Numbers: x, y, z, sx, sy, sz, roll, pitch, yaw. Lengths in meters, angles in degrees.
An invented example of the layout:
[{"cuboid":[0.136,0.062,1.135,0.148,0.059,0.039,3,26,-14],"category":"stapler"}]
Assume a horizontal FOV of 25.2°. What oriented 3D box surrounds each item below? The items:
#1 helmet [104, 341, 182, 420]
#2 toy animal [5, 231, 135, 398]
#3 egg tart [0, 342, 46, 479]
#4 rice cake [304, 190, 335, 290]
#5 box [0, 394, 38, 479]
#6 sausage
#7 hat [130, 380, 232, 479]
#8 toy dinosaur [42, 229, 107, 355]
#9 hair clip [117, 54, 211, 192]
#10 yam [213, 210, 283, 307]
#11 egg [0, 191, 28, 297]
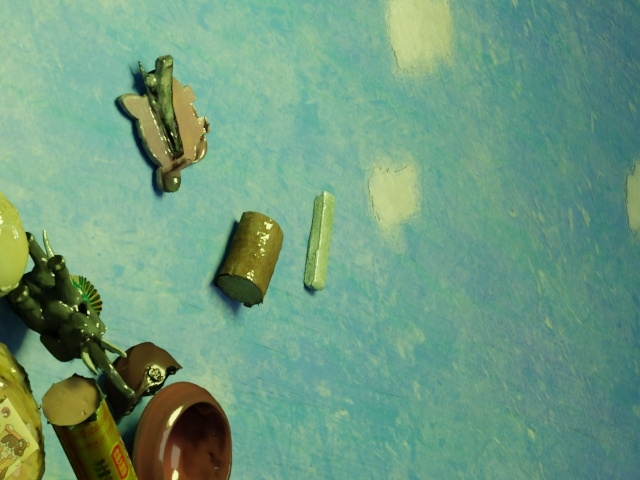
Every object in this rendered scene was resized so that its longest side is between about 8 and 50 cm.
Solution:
[{"cuboid":[-0.250,0.182,1.934,0.070,0.098,0.123,50,39,6],"category":"helmet"},{"cuboid":[-0.320,0.084,1.750,0.082,0.269,0.137,-40,136,-14],"category":"toy animal"},{"cuboid":[-0.431,0.247,1.637,0.352,0.150,0.352,13,72,-47],"category":"egg tart"},{"cuboid":[0.000,0.000,2.346,0.033,0.029,0.171,29,61,-43],"category":"rice cake"},{"cuboid":[-0.377,0.242,1.573,0.149,0.020,0.073,-45,114,-38],"category":"box"},{"cuboid":[-0.263,0.315,1.808,0.371,0.082,0.082,78,30,-45],"category":"sausage"},{"cuboid":[-0.202,0.294,1.969,0.205,0.089,0.205,-2,92,-56],"category":"hat"},{"cuboid":[-0.321,0.079,1.905,0.106,0.044,0.187,4,67,-66],"category":"toy dinosaur"},{"cuboid":[-0.220,-0.180,2.086,0.146,0.056,0.187,-43,125,-49],"category":"hair clip"},{"cuboid":[-0.103,0.027,2.166,0.084,0.084,0.127,47,52,-37],"category":"yam"},{"cuboid":[-0.436,-0.004,1.658,0.201,0.164,0.164,25,58,-12],"category":"egg"}]
